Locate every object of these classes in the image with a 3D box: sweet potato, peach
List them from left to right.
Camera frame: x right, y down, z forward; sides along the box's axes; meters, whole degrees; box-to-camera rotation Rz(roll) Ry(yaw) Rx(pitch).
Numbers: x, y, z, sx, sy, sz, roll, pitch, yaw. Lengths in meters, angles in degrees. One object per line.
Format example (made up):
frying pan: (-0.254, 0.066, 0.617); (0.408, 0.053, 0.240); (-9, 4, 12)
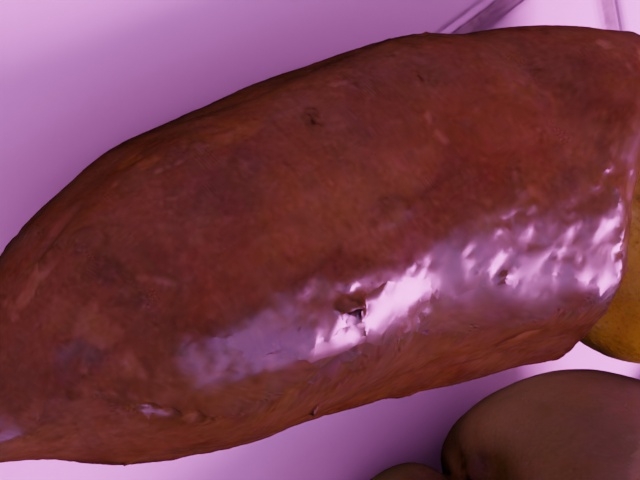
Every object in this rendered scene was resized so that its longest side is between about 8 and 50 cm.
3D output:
sweet potato: (0.000, 0.000, 0.561); (0.370, 0.158, 0.158); (-13, 129, -24)
peach: (0.134, 0.221, 0.760); (0.292, 0.247, 0.292); (-7, 103, -33)

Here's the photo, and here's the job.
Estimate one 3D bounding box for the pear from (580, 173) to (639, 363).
pear: (0.198, 0.009, 0.765); (0.141, 0.104, 0.141); (-25, 139, -24)
